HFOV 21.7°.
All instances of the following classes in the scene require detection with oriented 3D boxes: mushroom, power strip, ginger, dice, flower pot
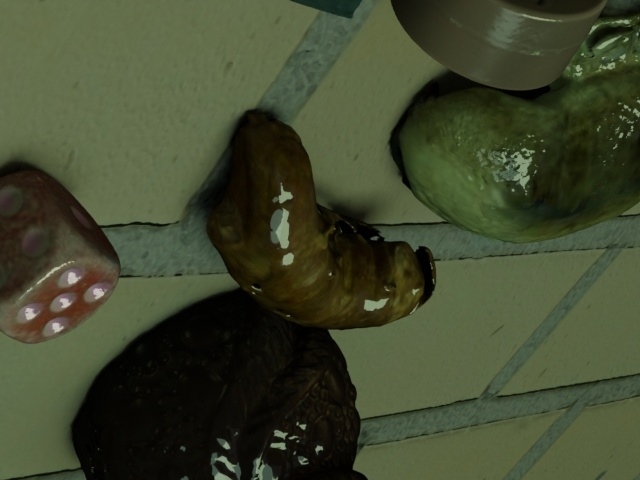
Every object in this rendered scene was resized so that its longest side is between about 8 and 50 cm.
[{"bbox_3d":[0.234,-0.100,1.516,0.344,0.130,0.247,-17,151,-36],"label":"mushroom"},{"bbox_3d":[0.129,-0.188,1.224,0.154,0.154,0.078,-15,149,-37],"label":"power strip"},{"bbox_3d":[-0.010,0.008,1.417,0.133,0.107,0.309,-30,152,16],"label":"ginger"},{"bbox_3d":[-0.205,0.012,1.192,0.091,0.093,0.094,-39,153,4],"label":"dice"},{"bbox_3d":[-0.052,0.222,1.523,0.266,0.267,0.266,-30,152,-17],"label":"flower pot"}]

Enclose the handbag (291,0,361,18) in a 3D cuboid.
[{"bbox_3d":[0.040,-0.256,1.100,0.229,0.062,0.179,-48,152,21],"label":"handbag"}]
